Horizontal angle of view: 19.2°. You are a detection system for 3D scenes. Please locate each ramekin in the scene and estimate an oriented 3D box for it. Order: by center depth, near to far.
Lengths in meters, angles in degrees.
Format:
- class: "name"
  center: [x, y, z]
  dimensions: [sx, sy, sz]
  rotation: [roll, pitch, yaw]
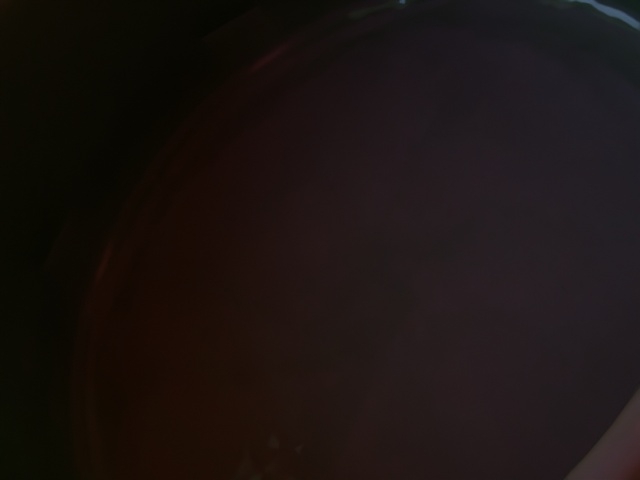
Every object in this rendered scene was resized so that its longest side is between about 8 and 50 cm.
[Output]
- class: "ramekin"
  center: [0.000, 0.000, 0.513]
  dimensions: [0.148, 0.303, 0.303]
  rotation: [43, -161, -52]
